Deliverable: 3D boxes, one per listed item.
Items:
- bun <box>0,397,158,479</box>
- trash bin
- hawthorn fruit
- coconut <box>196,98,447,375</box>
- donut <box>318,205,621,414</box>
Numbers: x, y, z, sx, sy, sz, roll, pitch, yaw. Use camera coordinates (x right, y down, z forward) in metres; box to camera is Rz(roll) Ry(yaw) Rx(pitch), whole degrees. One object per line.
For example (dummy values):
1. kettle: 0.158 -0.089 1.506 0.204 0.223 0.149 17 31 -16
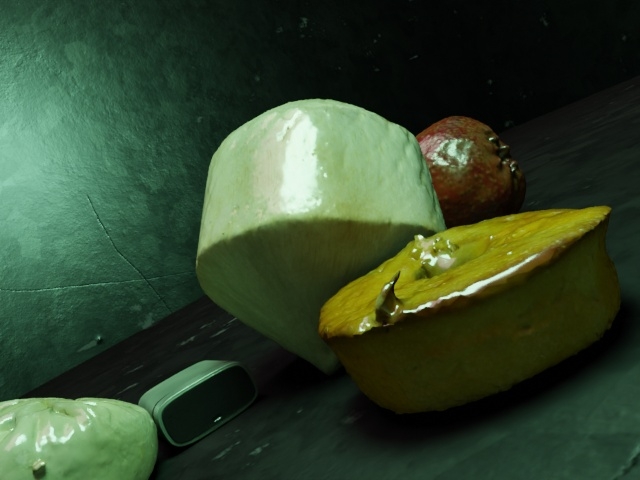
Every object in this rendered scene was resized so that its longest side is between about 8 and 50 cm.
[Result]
1. bun: -0.279 0.220 0.625 0.230 0.145 0.229 -30 4 2
2. trash bin: -0.149 0.187 0.752 0.116 0.059 0.130 -27 4 -26
3. hawthorn fruit: 0.179 -0.069 0.975 0.253 0.205 0.205 -32 1 33
4. coconut: 0.000 0.000 0.746 0.329 0.328 0.329 -26 5 2
5. donut: 0.120 0.043 0.525 0.254 0.118 0.253 -29 4 2
